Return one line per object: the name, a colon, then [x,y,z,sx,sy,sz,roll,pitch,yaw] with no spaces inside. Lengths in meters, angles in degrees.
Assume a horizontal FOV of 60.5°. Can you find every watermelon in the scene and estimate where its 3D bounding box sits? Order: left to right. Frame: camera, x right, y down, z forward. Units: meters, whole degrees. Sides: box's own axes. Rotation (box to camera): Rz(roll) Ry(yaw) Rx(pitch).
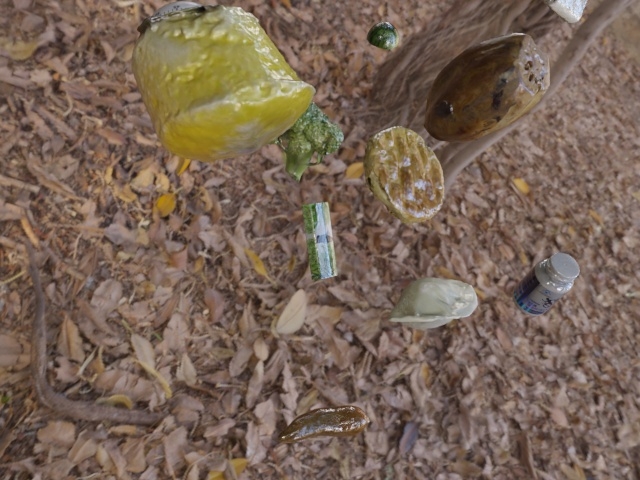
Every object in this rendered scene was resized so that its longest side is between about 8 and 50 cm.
watermelon: [0.202,-0.652,1.731,0.106,0.062,0.105,6,52,-7]

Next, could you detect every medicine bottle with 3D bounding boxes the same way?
medicine bottle: [0.610,0.118,1.484,0.107,0.191,0.106,7,53,-10]

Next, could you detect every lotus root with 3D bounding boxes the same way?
lotus root: [0.333,-0.296,1.154,0.193,0.291,0.193,10,71,-32]

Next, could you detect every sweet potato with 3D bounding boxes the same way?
sweet potato: [0.006,0.546,1.633,0.292,0.097,0.097,-2,62,-21]

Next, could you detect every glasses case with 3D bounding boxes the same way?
glasses case: [0.000,0.000,1.984,0.095,0.062,0.271,-11,94,-51]

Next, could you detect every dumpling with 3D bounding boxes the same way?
dumpling: [0.264,0.150,1.266,0.216,0.167,0.125,9,89,-40]

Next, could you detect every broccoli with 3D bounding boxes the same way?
broccoli: [-0.090,-0.346,1.931,0.254,0.302,0.186,41,28,-16]

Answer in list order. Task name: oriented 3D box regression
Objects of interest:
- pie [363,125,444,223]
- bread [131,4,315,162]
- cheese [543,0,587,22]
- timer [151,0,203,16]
pie: [0.270,-0.209,1.741,0.340,0.083,0.339,15,66,-36]
bread: [-0.119,-0.187,0.671,0.197,0.197,0.170,-24,86,-46]
cheese: [0.404,-0.524,0.787,0.085,0.034,0.399,9,100,-37]
timer: [-0.422,-0.589,1.760,0.285,0.285,0.285,22,50,-28]
